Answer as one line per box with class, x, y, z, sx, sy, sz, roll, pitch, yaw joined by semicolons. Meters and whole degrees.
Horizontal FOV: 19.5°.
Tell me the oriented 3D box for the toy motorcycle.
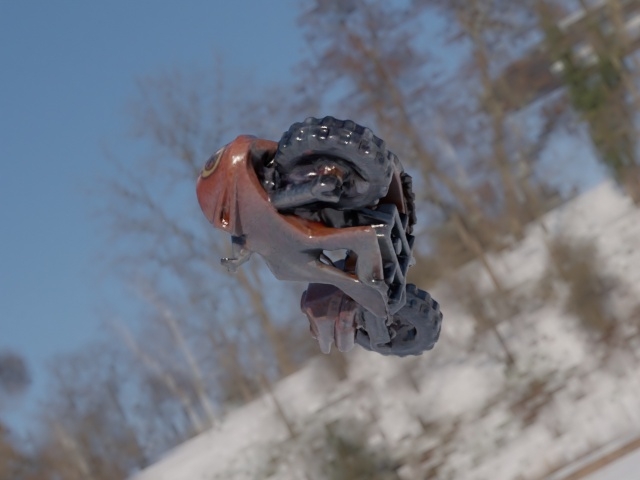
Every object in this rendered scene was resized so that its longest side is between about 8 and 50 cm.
toy motorcycle;0.000;0.000;1.079;0.118;0.084;0.212;1;-37;18
